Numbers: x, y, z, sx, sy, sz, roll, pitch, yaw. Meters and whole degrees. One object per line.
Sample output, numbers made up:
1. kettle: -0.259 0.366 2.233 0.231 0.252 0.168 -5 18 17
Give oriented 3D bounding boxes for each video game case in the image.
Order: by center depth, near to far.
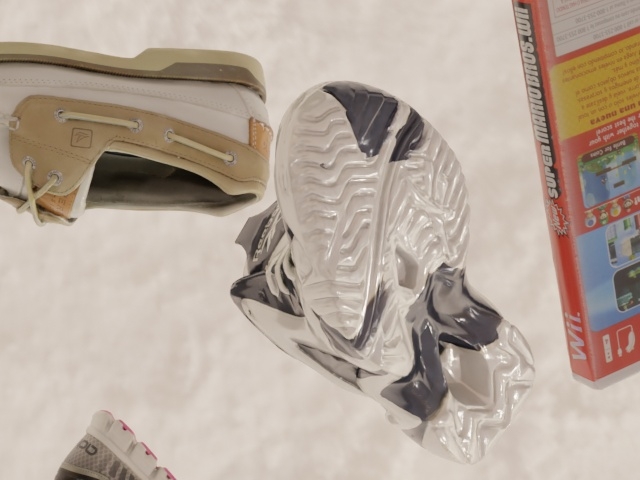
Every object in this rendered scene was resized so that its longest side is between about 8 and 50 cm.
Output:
1. video game case: 0.188 -0.092 0.956 0.204 0.025 0.285 -21 113 -23

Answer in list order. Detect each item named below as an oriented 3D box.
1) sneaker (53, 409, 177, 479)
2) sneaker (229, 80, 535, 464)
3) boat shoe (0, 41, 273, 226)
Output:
1. sneaker: -0.116 0.198 1.341 0.075 0.063 0.170 -43 93 -11
2. sneaker: 0.000 0.000 0.927 0.094 0.153 0.235 -54 140 -14
3. boat shoe: -0.178 -0.067 1.357 0.302 0.113 0.103 -4 68 -13
